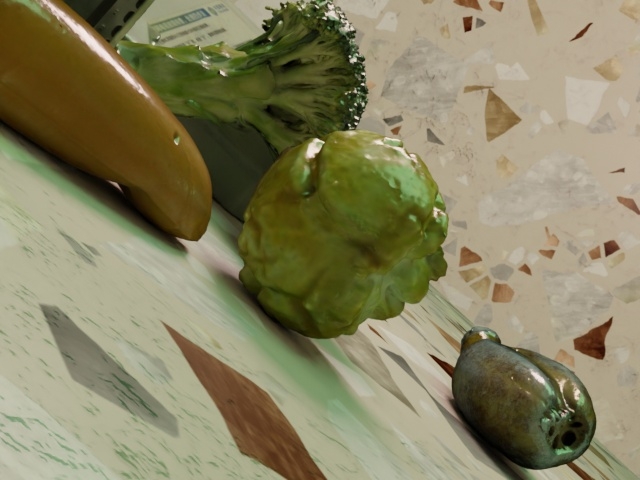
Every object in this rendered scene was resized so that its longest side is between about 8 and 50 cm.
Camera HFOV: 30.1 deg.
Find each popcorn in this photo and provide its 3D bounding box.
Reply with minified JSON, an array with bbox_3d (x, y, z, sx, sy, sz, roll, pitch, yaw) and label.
[{"bbox_3d":[0.020,-0.009,1.219,0.183,0.221,0.204,31,26,-57],"label":"popcorn"}]

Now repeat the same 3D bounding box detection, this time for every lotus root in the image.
[{"bbox_3d":[0.260,0.215,1.655,0.158,0.140,0.322,14,9,-19],"label":"lotus root"}]

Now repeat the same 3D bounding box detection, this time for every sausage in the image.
[{"bbox_3d":[-0.208,-0.117,1.087,0.134,0.116,0.354,33,-7,47],"label":"sausage"}]

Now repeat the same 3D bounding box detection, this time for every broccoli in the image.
[{"bbox_3d":[-0.116,-0.226,1.530,0.361,0.252,0.221,23,-4,-19],"label":"broccoli"}]

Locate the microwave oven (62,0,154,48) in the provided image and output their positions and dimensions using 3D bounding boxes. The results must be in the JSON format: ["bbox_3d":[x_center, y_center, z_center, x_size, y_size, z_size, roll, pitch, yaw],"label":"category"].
[{"bbox_3d":[-0.268,-0.388,1.270,0.247,0.394,0.333,39,5,-27],"label":"microwave oven"}]

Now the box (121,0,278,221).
[{"bbox_3d":[-0.153,-0.230,1.770,0.396,0.111,0.396,45,24,0],"label":"box"}]

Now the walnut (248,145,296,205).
[{"bbox_3d":[-0.006,-0.010,1.430,0.204,0.141,0.238,47,-34,2],"label":"walnut"}]
